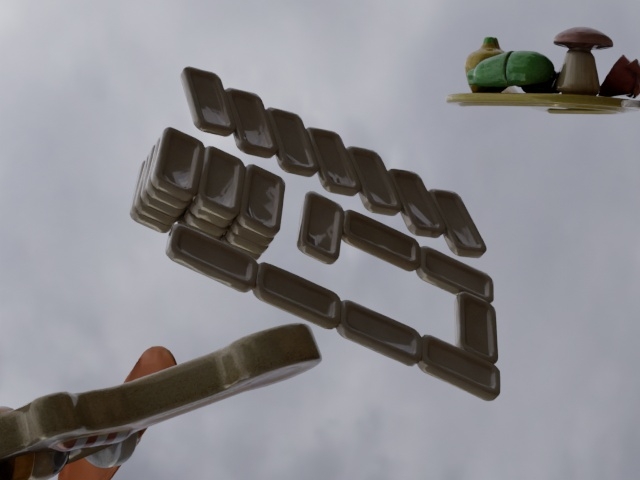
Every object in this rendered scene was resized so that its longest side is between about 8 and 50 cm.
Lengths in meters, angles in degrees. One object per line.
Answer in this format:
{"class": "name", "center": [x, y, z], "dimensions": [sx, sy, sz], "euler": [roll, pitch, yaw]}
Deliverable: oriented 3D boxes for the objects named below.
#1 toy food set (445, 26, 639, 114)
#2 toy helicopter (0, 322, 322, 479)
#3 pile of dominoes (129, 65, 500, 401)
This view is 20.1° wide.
{"class": "toy food set", "center": [0.212, -0.148, 1.573], "dimensions": [0.128, 0.218, 0.071], "euler": [1, -87, -52]}
{"class": "toy helicopter", "center": [-0.163, 0.147, 1.495], "dimensions": [0.235, 0.355, 0.140], "euler": [37, -146, -72]}
{"class": "pile of dominoes", "center": [0.000, 0.000, 1.182], "dimensions": [0.040, 0.251, 0.196], "euler": [-54, 19, 35]}
